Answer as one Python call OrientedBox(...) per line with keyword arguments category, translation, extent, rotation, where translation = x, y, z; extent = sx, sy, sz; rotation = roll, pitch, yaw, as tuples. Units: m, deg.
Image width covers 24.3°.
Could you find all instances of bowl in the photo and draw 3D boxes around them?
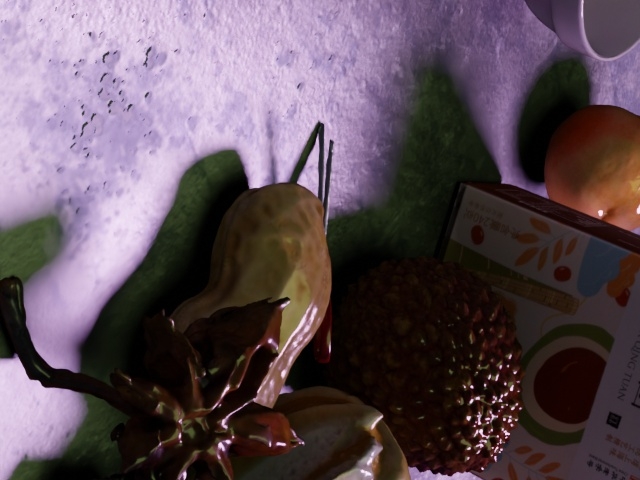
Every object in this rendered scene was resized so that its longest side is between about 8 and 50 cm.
OrientedBox(category="bowl", translation=(0.327, -0.372, 1.775), extent=(0.287, 0.144, 0.287), rotation=(-37, 142, -37))

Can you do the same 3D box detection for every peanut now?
OrientedBox(category="peanut", translation=(-0.080, 0.083, 1.550), extent=(0.305, 0.147, 0.147), rotation=(-60, 144, -6))

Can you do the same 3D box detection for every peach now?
OrientedBox(category="peach", translation=(0.386, -0.092, 1.992), extent=(0.184, 0.184, 0.184), rotation=(-29, 131, -39))

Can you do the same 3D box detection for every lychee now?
OrientedBox(category="lychee", translation=(0.131, 0.159, 1.751), extent=(0.271, 0.271, 0.271), rotation=(-29, 131, -39))

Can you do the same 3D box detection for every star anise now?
OrientedBox(category="star anise", translation=(-0.149, 0.127, 1.390), extent=(0.346, 0.148, 0.237), rotation=(27, 70, -16))

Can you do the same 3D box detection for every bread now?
OrientedBox(category="bread", translation=(-0.039, 0.329, 1.681), extent=(0.300, 0.210, 0.341), rotation=(-31, 135, -9))

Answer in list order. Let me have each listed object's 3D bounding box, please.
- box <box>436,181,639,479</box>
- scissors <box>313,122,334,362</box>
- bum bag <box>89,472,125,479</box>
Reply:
OrientedBox(category="box", translation=(0.304, 0.148, 1.855), extent=(0.122, 0.385, 0.344), rotation=(1, 110, -51))
OrientedBox(category="scissors", translation=(0.000, 0.000, 1.637), extent=(0.017, 0.144, 0.247), rotation=(0, 107, -9))
OrientedBox(category="bum bag", translation=(-0.280, 0.331, 1.496), extent=(0.248, 0.069, 0.102), rotation=(-55, 179, -15))
